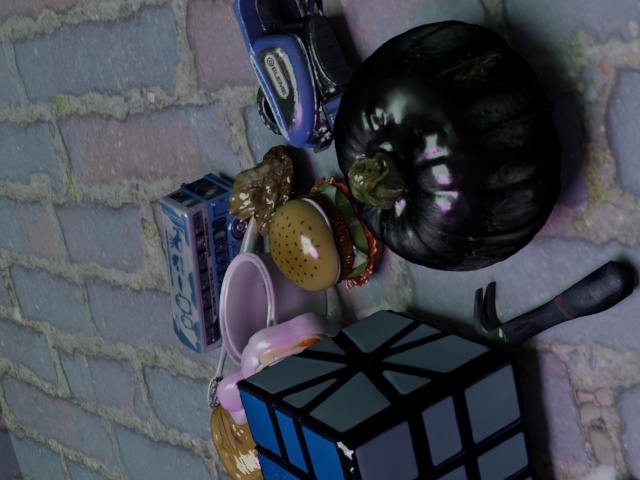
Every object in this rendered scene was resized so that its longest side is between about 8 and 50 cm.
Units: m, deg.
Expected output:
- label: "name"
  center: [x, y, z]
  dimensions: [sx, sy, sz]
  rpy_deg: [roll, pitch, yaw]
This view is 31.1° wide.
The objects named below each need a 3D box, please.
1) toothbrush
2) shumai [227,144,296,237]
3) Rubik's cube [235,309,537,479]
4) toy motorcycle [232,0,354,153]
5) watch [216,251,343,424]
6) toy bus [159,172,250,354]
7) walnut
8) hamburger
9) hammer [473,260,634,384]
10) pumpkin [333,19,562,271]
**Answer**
- label: "toothbrush"
  center: [-0.150, 0.124, 1.988]
  dimensions: [0.037, 0.028, 0.375]
  rpy_deg: [-98, 21, -73]
- label: "shumai"
  center: [-0.085, -0.084, 1.788]
  dimensions: [0.139, 0.105, 0.123]
  rpy_deg: [-58, 17, 11]
- label: "Rubik's cube"
  center: [0.097, 0.288, 1.560]
  dimensions: [0.288, 0.293, 0.284]
  rpy_deg: [15, 127, 55]
- label: "toy motorcycle"
  center: [-0.022, -0.293, 1.584]
  dimensions: [0.212, 0.125, 0.359]
  rpy_deg: [-19, 94, 49]
- label: "watch"
  center: [-0.070, 0.140, 1.866]
  dimensions: [0.248, 0.210, 0.218]
  rpy_deg: [-62, 40, 41]
- label: "toy bus"
  center: [-0.195, 0.043, 2.003]
  dimensions: [0.106, 0.131, 0.297]
  rpy_deg: [28, 131, 44]
- label: "walnut"
  center: [-0.106, 0.349, 2.030]
  dimensions: [0.197, 0.165, 0.165]
  rpy_deg: [55, 145, 25]
- label: "hamburger"
  center: [-0.001, -0.003, 1.697]
  dimensions: [0.175, 0.136, 0.175]
  rpy_deg: [27, 126, 45]
- label: "hammer"
  center: [0.287, 0.085, 1.432]
  dimensions: [0.137, 0.037, 0.290]
  rpy_deg: [60, 147, 8]
- label: "pumpkin"
  center: [0.125, -0.093, 1.345]
  dimensions: [0.295, 0.295, 0.296]
  rpy_deg: [31, 132, 42]
